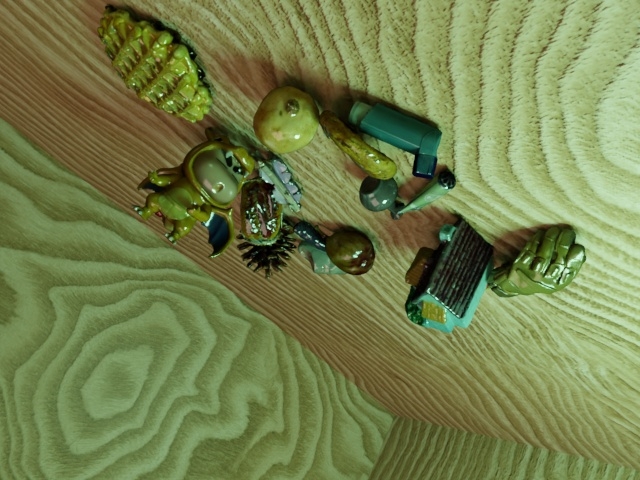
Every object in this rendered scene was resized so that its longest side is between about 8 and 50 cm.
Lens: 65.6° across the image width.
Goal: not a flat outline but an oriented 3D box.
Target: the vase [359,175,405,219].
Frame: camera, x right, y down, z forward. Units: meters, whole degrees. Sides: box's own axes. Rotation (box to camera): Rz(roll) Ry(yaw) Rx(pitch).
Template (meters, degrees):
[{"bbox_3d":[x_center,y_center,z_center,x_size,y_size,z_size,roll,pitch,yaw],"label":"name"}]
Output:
[{"bbox_3d":[0.196,-0.124,1.492,0.120,0.120,0.183,5,158,43],"label":"vase"}]

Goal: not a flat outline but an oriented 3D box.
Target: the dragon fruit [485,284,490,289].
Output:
[{"bbox_3d":[0.531,0.131,1.631,0.056,0.060,0.083,0,139,52],"label":"dragon fruit"}]

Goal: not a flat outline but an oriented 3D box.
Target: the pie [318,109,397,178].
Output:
[{"bbox_3d":[0.089,-0.247,1.289,0.273,0.069,0.273,40,-173,-6],"label":"pie"}]

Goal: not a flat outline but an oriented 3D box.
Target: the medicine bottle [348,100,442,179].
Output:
[{"bbox_3d":[0.188,-0.257,1.240,0.258,0.124,0.079,29,-176,10],"label":"medicine bottle"}]

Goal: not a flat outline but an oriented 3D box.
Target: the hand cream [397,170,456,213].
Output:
[{"bbox_3d":[0.307,-0.127,1.406,0.235,0.086,0.055,133,124,-61],"label":"hand cream"}]

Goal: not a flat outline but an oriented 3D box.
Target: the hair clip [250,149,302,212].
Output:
[{"bbox_3d":[-0.141,-0.201,1.713,0.106,0.084,0.292,-27,134,10],"label":"hair clip"}]

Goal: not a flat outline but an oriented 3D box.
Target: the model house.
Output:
[{"bbox_3d":[0.357,0.096,1.495,0.230,0.280,0.249,12,153,38],"label":"model house"}]

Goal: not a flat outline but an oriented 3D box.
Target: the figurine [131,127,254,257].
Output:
[{"bbox_3d":[-0.432,-0.189,1.676,0.401,0.387,0.268,38,170,21],"label":"figurine"}]

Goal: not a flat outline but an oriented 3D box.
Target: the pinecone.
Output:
[{"bbox_3d":[-0.215,0.023,2.018,0.264,0.264,0.264,25,154,13],"label":"pinecone"}]

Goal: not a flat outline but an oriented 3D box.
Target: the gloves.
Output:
[{"bbox_3d":[0.598,0.083,1.377,0.154,0.141,0.331,34,154,-2],"label":"gloves"}]

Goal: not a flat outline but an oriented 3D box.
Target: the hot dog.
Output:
[{"bbox_3d":[-0.219,-0.111,1.835,0.162,0.082,0.270,3,109,-3],"label":"hot dog"}]

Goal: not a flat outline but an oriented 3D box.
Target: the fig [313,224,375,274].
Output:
[{"bbox_3d":[0.075,0.019,1.860,0.274,0.145,0.170,32,157,31],"label":"fig"}]

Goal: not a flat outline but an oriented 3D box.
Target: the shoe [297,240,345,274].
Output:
[{"bbox_3d":[0.002,0.091,2.091,0.251,0.100,0.103,26,153,17],"label":"shoe"}]

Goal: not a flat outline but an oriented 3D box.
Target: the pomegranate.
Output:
[{"bbox_3d":[-0.090,-0.328,1.339,0.196,0.196,0.196,25,154,13],"label":"pomegranate"}]

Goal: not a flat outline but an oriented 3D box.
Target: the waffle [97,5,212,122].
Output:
[{"bbox_3d":[-0.519,-0.532,1.559,0.382,0.095,0.380,24,155,20],"label":"waffle"}]

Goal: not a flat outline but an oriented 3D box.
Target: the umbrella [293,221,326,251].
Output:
[{"bbox_3d":[0.001,0.003,1.985,0.248,0.071,0.071,34,155,-14],"label":"umbrella"}]
